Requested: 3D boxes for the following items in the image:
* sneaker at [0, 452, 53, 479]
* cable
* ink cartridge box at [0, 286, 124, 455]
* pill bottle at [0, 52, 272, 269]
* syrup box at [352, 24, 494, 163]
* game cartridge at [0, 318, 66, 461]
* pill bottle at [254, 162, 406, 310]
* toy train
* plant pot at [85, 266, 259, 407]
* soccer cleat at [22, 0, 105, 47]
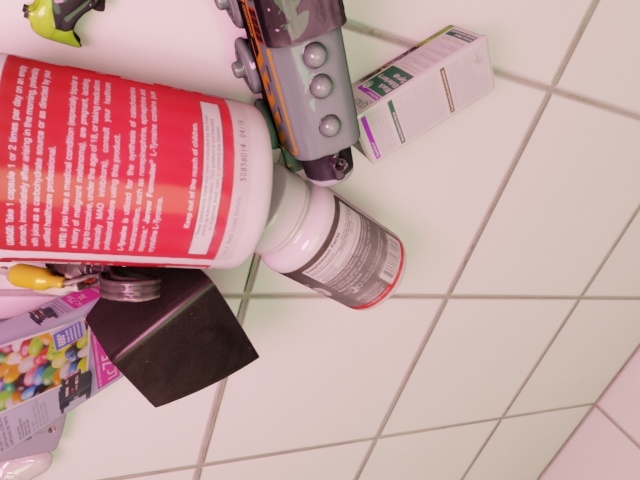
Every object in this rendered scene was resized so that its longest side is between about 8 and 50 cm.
[{"bbox_3d":[-0.594,0.458,0.853,0.232,0.115,0.090,-26,129,-8],"label":"sneaker"},{"bbox_3d":[-0.301,0.060,0.651,0.139,0.287,0.072,10,91,-58],"label":"cable"},{"bbox_3d":[-0.437,0.203,0.692,0.311,0.065,0.185,-29,136,-47],"label":"ink cartridge box"},{"bbox_3d":[-0.281,-0.085,0.567,0.408,0.229,0.229,4,119,-28],"label":"pill bottle"},{"bbox_3d":[0.145,-0.232,0.758,0.237,0.093,0.096,-31,130,-3],"label":"syrup box"},{"bbox_3d":[-0.529,0.252,0.789,0.196,0.060,0.294,-1,122,-21],"label":"game cartridge"},{"bbox_3d":[0.000,0.000,0.802,0.283,0.161,0.161,30,105,-36],"label":"pill bottle"},{"bbox_3d":[-0.033,-0.227,0.614,0.142,0.190,0.334,-22,128,-10],"label":"toy train"},{"bbox_3d":[-0.236,0.135,0.735,0.167,0.187,0.188,-39,132,-20],"label":"plant pot"},{"bbox_3d":[-0.272,-0.307,0.539,0.072,0.060,0.179,14,121,-43],"label":"soccer cleat"}]
